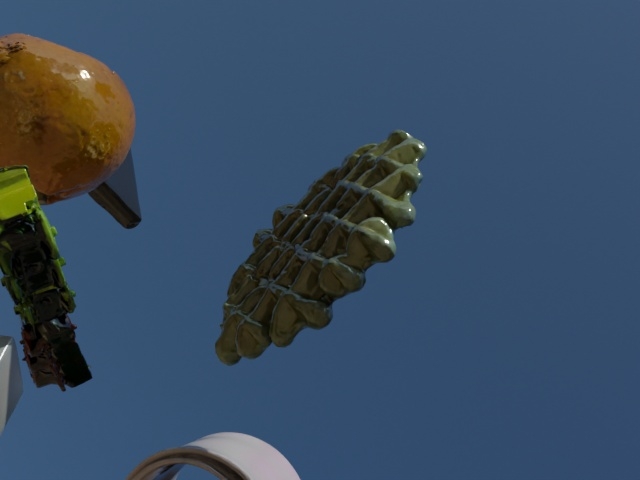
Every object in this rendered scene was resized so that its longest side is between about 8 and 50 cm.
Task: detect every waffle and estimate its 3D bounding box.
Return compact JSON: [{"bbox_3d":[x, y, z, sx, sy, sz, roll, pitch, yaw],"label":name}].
[{"bbox_3d":[0.000,0.000,1.219,0.056,0.309,0.292,44,-51,-17],"label":"waffle"}]

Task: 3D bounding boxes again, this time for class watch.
[{"bbox_3d":[-0.124,0.341,1.145,0.231,0.196,0.244,34,-77,17],"label":"watch"}]

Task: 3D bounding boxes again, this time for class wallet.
[{"bbox_3d":[-0.325,-0.141,1.588,0.044,0.149,0.250,-26,-131,10],"label":"wallet"}]

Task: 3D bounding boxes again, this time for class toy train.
[{"bbox_3d":[-0.224,0.042,0.846,0.249,0.053,0.085,99,-33,-57],"label":"toy train"}]

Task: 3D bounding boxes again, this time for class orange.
[{"bbox_3d":[-0.327,-0.139,1.246,0.219,0.219,0.193,9,-111,31],"label":"orange"}]

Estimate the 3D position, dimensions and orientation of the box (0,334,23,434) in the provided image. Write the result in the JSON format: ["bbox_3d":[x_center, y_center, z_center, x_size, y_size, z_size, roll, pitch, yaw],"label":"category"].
[{"bbox_3d":[-0.357,0.121,0.765,0.243,0.155,0.067,10,-52,6],"label":"box"}]
